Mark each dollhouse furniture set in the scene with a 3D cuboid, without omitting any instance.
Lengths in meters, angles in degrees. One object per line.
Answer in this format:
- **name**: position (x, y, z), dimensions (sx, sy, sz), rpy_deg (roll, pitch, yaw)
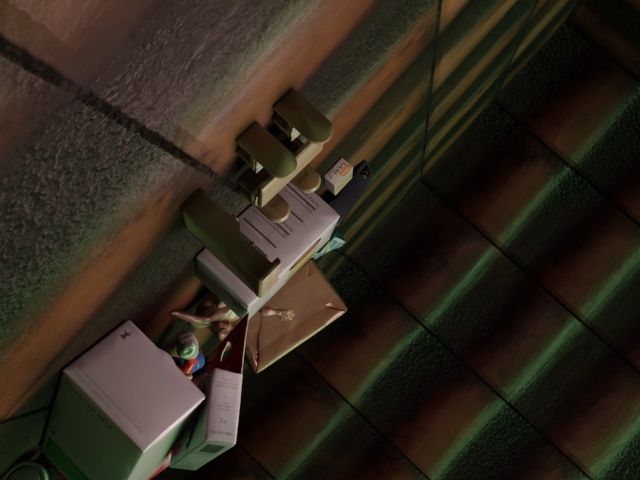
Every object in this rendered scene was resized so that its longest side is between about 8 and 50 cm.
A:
- **dollhouse furniture set**: position (-0.064, -0.061, 1.168), dimensions (0.242, 0.161, 0.212), rpy_deg (-45, 172, -16)

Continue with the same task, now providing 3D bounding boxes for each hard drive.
- **hard drive**: position (0.050, -0.081, 1.985), dimensions (0.254, 0.054, 0.172), rpy_deg (-54, 179, -43)

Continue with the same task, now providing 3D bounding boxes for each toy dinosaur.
- **toy dinosaur**: position (-0.197, 0.133, 1.653), dimensions (0.296, 0.127, 0.200), rpy_deg (-24, -165, -32)

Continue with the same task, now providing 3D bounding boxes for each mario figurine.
- **mario figurine**: position (-0.344, 0.277, 1.673), dimensions (0.320, 0.170, 0.197), rpy_deg (-121, -141, -87)

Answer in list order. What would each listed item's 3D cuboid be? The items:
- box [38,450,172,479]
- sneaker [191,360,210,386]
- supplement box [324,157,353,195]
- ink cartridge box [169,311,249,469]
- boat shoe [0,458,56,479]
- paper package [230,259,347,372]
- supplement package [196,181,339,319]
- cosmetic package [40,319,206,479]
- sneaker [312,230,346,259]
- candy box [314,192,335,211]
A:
- **box**: position (-0.444, 0.462, 1.638), dimensions (0.257, 0.123, 0.128), rpy_deg (-29, 116, -51)
- **sneaker**: position (-0.360, 0.429, 2.318), dimensions (0.098, 0.135, 0.276), rpy_deg (-38, 154, 28)
- **supplement box**: position (0.042, -0.147, 1.795), dimensions (0.062, 0.036, 0.098), rpy_deg (-46, 173, -7)
- **ink cartridge box**: position (-0.206, 0.279, 1.423), dimensions (0.275, 0.060, 0.238), rpy_deg (133, -35, -57)
- **boat shoe**: position (-0.607, 0.541, 1.436), dimensions (0.302, 0.114, 0.091), rpy_deg (-45, 167, -10)
- **paper package**: position (-0.095, 0.211, 2.145), dimensions (0.310, 0.168, 0.325), rpy_deg (-36, 177, -4)
- **supplement package**: position (-0.100, 0.012, 1.454), dimensions (0.244, 0.134, 0.139), rpy_deg (-45, 172, -19)
- **cosmetic package**: position (-0.363, 0.327, 1.386), dimensions (0.155, 0.197, 0.365), rpy_deg (-40, 168, -39)
- **sneaker**: position (0.000, 0.000, 2.190), dimensions (0.092, 0.087, 0.229), rpy_deg (-42, 167, 18)
- **candy box**: position (-0.068, -0.023, 1.691), dimensions (0.159, 0.071, 0.233), rpy_deg (-49, 173, 13)
